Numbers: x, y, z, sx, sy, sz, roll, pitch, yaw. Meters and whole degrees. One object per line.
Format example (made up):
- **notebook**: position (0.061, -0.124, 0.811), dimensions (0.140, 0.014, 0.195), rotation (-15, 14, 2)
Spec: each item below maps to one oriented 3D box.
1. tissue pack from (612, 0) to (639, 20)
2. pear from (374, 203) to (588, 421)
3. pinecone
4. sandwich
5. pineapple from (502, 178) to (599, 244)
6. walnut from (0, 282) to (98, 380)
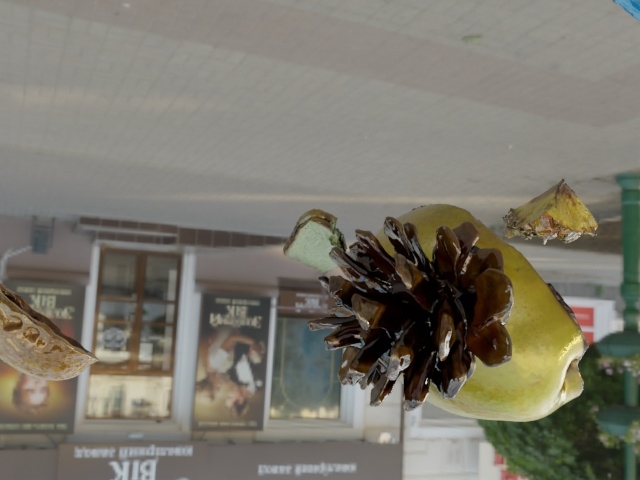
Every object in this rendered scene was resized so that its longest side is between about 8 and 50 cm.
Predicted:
- **tissue pack**: position (0.221, -0.185, 0.201), dimensions (0.137, 0.209, 0.269), rotation (39, 158, 6)
- **pear**: position (0.187, 0.135, 1.108), dimensions (0.191, 0.340, 0.386), rotation (-30, -141, -19)
- **pinecone**: position (0.093, 0.081, 0.820), dimensions (0.201, 0.229, 0.202), rotation (17, -162, -14)
- **sandwich**: position (0.000, 0.000, 1.097), dimensions (0.093, 0.035, 0.105), rotation (21, 136, -6)
- **pineapple**: position (0.265, -0.030, 0.885), dimensions (0.114, 0.077, 0.114), rotation (-5, 174, -44)
- **walnut**: position (-0.442, 0.148, 1.097), dimensions (0.211, 0.087, 0.167), rotation (36, 164, 7)
